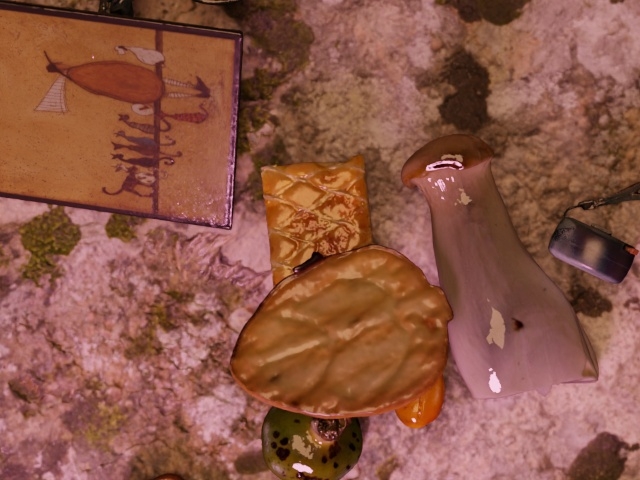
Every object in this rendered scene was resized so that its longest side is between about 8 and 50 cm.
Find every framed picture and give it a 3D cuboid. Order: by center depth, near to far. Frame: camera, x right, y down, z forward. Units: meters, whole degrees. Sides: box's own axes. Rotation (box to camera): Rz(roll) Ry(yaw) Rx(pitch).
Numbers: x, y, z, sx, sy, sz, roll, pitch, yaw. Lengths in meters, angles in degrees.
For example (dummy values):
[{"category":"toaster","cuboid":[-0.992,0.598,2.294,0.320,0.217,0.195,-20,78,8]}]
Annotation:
[{"category":"framed picture","cuboid":[-0.262,-0.149,1.913,0.338,0.014,0.255,9,117,6]}]

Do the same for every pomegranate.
[{"category":"pomegranate","cuboid":[-0.005,0.224,1.872,0.122,0.161,0.122,5,68,-13]}]

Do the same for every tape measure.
[{"category":"tape measure","cuboid":[0.348,-0.032,1.864,0.104,0.107,0.180,42,95,8]}]

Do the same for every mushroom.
[{"category":"mushroom","cuboid":[0.201,0.034,1.886,0.159,0.122,0.329,-18,87,-32]}]

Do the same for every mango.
[{"category":"mango","cuboid":[0.117,0.177,1.912,0.060,0.046,0.089,5,85,6]}]

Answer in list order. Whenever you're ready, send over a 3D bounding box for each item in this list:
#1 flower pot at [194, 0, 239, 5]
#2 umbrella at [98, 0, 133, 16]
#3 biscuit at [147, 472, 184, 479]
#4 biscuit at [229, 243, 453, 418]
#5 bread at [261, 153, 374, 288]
[{"category":"flower pot","cuboid":[-0.117,-0.351,1.916,0.157,0.107,0.157,0,91,2]},{"category":"umbrella","cuboid":[-0.241,-0.375,1.910,0.094,0.143,0.349,10,97,-3]},{"category":"biscuit","cuboid":[-0.118,0.400,1.930,0.295,0.044,0.186,26,95,6]},{"category":"biscuit","cuboid":[0.023,0.109,1.827,0.260,0.041,0.203,-19,71,-5]},{"category":"bread","cuboid":[0.000,-0.001,1.915,0.125,0.068,0.188,-6,88,4]}]
